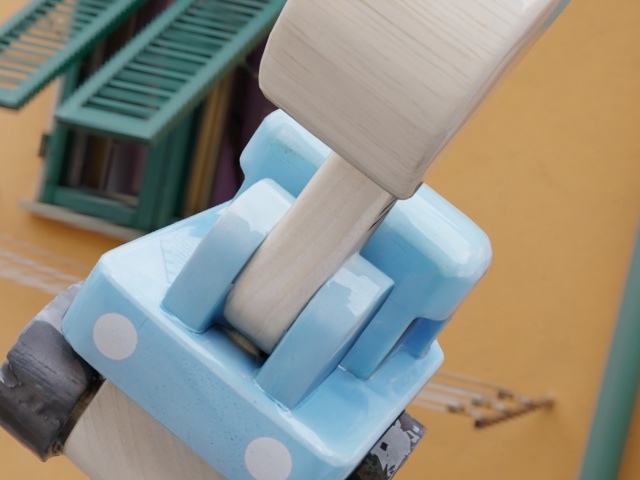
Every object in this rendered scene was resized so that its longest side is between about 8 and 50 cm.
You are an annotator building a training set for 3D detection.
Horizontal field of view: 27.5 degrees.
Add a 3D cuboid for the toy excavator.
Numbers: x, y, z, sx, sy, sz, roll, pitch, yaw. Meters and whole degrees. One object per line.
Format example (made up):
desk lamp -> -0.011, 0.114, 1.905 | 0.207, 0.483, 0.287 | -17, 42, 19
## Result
toy excavator -> 0.000, 0.000, 0.727 | 0.222, 0.445, 0.433 | 37, 20, 9
